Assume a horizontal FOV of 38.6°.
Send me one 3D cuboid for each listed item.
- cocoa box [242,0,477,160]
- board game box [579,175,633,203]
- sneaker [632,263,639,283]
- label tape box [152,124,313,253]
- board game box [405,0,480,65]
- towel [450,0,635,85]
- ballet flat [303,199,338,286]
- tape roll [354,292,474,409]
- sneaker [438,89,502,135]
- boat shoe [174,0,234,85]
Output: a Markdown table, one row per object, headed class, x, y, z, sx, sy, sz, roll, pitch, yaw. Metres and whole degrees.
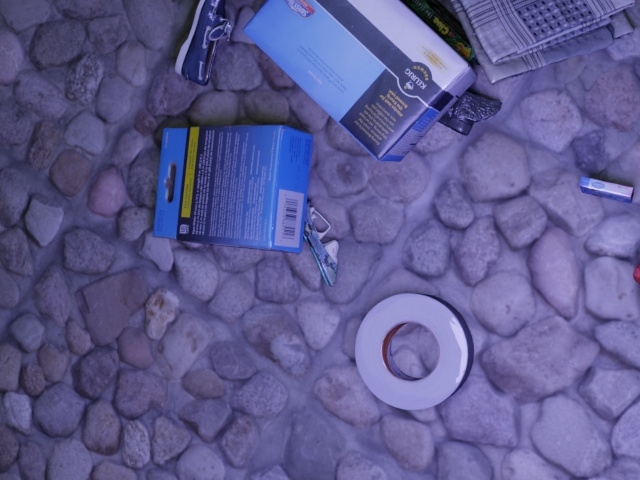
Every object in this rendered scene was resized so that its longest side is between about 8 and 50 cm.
| class | x | y | z | sx | sy | sz | roll | pitch | yaw |
| --- | --- | --- | --- | --- | --- | --- | --- | --- | --- |
| cocoa box | 0.078 | -0.335 | 1.649 | 0.347 | 0.231 | 0.228 | 44 | 103 | 7 |
| board game box | 0.511 | -0.090 | 1.630 | 0.090 | 0.090 | 0.020 | 14 | 90 | 20 |
| sneaker | 0.665 | 0.040 | 1.585 | 0.221 | 0.087 | 0.128 | 13 | 83 | 8 |
| label tape box | -0.182 | -0.108 | 1.857 | 0.333 | 0.106 | 0.241 | 5 | 89 | 39 |
| board game box | 0.220 | -0.427 | 1.729 | 0.260 | 0.136 | 0.030 | 49 | 116 | 16 |
| towel | 0.385 | -0.467 | 1.647 | 0.312 | 0.056 | 0.324 | -21 | 82 | -12 |
| ballet flat | 0.000 | 0.000 | 1.825 | 0.070 | 0.070 | 0.188 | -31 | 81 | 15 |
| tape roll | 0.179 | 0.210 | 1.742 | 0.219 | 0.072 | 0.219 | -1 | 86 | 19 |
| sneaker | 0.255 | -0.264 | 1.755 | 0.170 | 0.051 | 0.089 | 30 | 97 | 14 |
| boat shoe | -0.226 | -0.436 | 1.886 | 0.079 | 0.095 | 0.254 | 29 | 117 | 1 |
